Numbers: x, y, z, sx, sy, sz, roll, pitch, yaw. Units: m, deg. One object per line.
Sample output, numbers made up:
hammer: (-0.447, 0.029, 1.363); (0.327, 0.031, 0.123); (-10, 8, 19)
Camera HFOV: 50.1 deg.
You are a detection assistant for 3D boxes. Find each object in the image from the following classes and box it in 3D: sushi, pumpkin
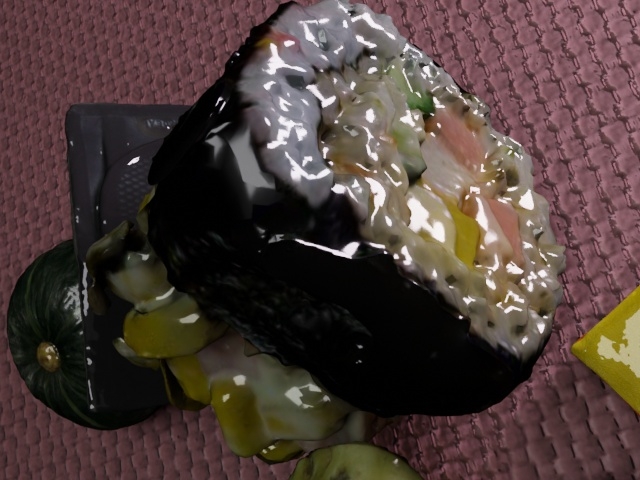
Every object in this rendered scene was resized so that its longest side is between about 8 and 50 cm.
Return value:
sushi: (0.000, 0.000, 0.575); (0.285, 0.327, 0.329); (-37, 31, 39)
pumpkin: (-0.240, 0.100, 0.747); (0.211, 0.152, 0.212); (10, 106, 35)

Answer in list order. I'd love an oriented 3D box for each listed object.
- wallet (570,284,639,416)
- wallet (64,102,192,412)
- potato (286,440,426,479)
wallet: (0.336, 0.055, 0.543); (0.241, 0.067, 0.141); (-47, 68, 13)
wallet: (-0.123, -0.001, 0.701); (0.247, 0.041, 0.323); (-4, 71, -21)
potato: (0.058, 0.284, 0.513); (0.160, 0.111, 0.272); (-24, 112, 38)
